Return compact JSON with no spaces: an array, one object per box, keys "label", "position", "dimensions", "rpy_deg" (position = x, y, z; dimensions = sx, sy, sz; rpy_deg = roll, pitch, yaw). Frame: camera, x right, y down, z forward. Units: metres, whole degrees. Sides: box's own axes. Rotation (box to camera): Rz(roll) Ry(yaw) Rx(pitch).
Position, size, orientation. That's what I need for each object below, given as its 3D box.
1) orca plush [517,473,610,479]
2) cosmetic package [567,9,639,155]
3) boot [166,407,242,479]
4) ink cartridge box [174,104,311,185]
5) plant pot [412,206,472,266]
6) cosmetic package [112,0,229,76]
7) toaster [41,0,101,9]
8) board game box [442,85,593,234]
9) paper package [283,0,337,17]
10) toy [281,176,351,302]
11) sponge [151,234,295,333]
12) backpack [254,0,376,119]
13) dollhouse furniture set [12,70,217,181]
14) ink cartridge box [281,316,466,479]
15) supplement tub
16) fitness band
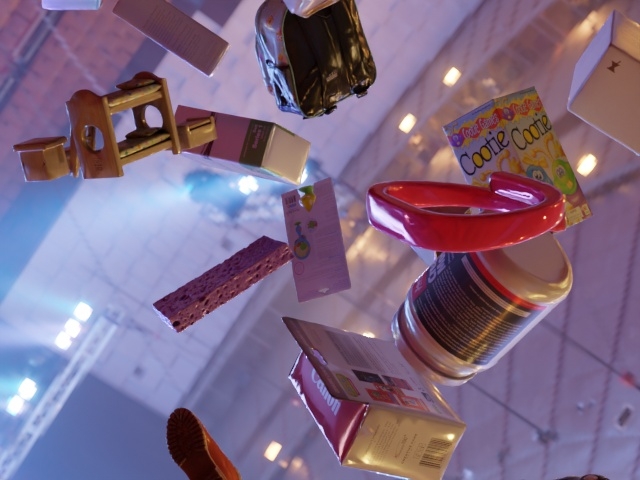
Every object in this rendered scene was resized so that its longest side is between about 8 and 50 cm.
[{"label":"orca plush","position":[0.330,0.435,1.943],"dimensions":[0.287,0.151,0.102],"rpy_deg":[-35,-139,4]},{"label":"cosmetic package","position":[0.668,-0.333,2.596],"dimensions":[0.161,0.230,0.453],"rpy_deg":[-57,178,23]},{"label":"boot","position":[-0.163,0.310,1.739],"dimensions":[0.059,0.158,0.084],"rpy_deg":[-34,161,14]},{"label":"ink cartridge box","position":[-0.155,-0.178,2.294],"dimensions":[0.160,0.219,0.093],"rpy_deg":[22,83,-63]},{"label":"plant pot","position":[0.223,-0.019,2.348],"dimensions":[0.109,0.096,0.109],"rpy_deg":[-43,146,-20]},{"label":"cosmetic package","position":[-0.297,-0.423,2.454],"dimensions":[0.085,0.231,0.117],"rpy_deg":[-58,-174,4]},{"label":"toaster","position":[-0.413,-0.476,2.022],"dimensions":[0.185,0.110,0.168],"rpy_deg":[172,-88,-78]},{"label":"board game box","position":[0.378,-0.133,2.346],"dimensions":[0.144,0.275,0.142],"rpy_deg":[-21,176,-42]},{"label":"paper package","position":[-0.019,-0.425,1.211],"dimensions":[0.168,0.309,0.325],"rpy_deg":[-32,179,-10]},{"label":"toy","position":[0.000,0.000,2.561],"dimensions":[0.137,0.056,0.237],"rpy_deg":[-17,-100,34]},{"label":"sponge","position":[-0.146,0.062,1.834],"dimensions":[0.210,0.031,0.117],"rpy_deg":[-33,-164,-12]},{"label":"backpack","position":[-0.017,-0.304,1.884],"dimensions":[0.166,0.188,0.144],"rpy_deg":[-29,-146,-25]},{"label":"dollhouse furniture set","position":[-0.248,-0.144,1.455],"dimensions":[0.161,0.101,0.182],"rpy_deg":[0,-162,34]},{"label":"ink cartridge box","position":[0.066,0.280,2.194],"dimensions":[0.130,0.272,0.309],"rpy_deg":[-67,-154,15]},{"label":"supplement tub","position":[0.258,0.093,1.986],"dimensions":[0.272,0.191,0.191],"rpy_deg":[-50,-164,35]},{"label":"fitness band","position":[0.176,-0.040,1.506],"dimensions":[0.291,0.209,0.054],"rpy_deg":[-152,-123,-66]}]
